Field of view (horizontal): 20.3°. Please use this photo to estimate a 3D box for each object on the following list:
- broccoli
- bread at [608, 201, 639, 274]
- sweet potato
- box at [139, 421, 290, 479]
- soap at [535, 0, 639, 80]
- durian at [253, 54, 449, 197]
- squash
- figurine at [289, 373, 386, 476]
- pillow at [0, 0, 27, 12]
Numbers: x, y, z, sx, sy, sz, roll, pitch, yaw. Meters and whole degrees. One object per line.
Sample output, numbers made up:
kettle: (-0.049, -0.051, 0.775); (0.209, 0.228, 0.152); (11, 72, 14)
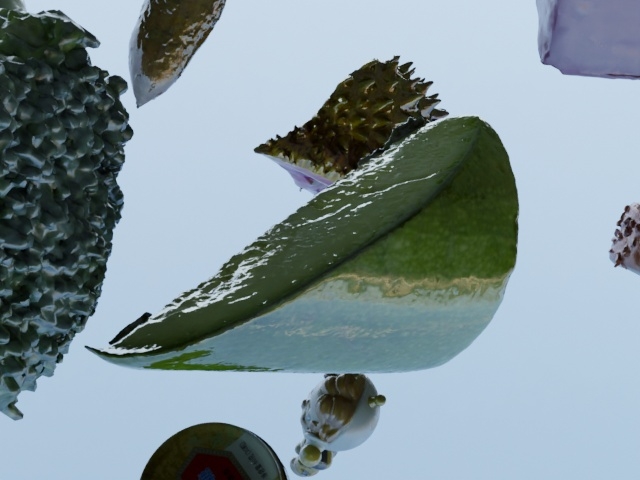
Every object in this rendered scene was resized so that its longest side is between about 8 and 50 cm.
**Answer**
broccoli: (-0.281, -0.059, 0.984); (0.397, 0.353, 0.275); (22, -110, 33)
bread: (0.380, 0.021, 1.876); (0.160, 0.073, 0.160); (25, -174, -3)
sweet potato: (-0.091, -0.191, 1.305); (0.060, 0.206, 0.068); (30, -174, -3)
box: (-0.071, 0.176, 1.204); (0.105, 0.105, 0.037); (66, -174, 25)
soap: (0.288, -0.193, 0.858); (0.359, 0.233, 0.128); (3, -140, -1)
durian: (0.072, -0.048, 1.551); (0.186, 0.154, 0.260); (48, -179, 5)
squash: (0.000, 0.000, 1.030); (0.252, 0.093, 0.169); (4, -84, -41)
figurine: (0.008, 0.171, 1.616); (0.068, 0.143, 0.101); (25, -152, -6)
pillow: (-0.257, -0.182, 1.234); (0.144, 0.078, 0.254); (-3, -133, -9)
